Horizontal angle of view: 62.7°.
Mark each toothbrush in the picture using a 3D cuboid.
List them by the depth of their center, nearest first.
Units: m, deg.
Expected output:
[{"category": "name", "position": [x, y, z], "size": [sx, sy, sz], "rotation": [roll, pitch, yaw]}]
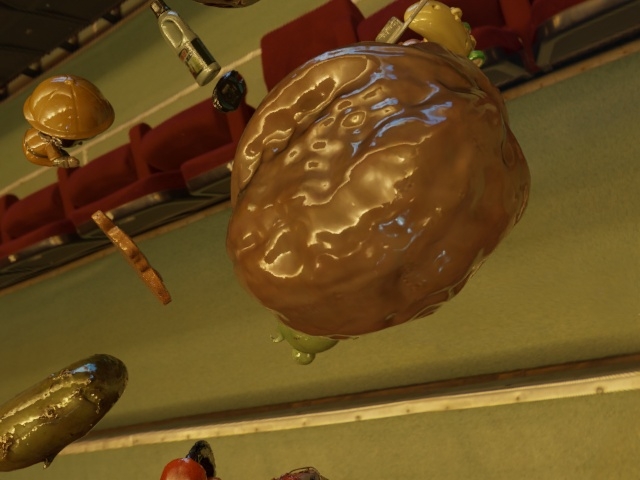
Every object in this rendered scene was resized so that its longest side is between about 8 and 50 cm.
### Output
[{"category": "toothbrush", "position": [0.103, -0.217, 0.393], "size": [0.017, 0.014, 0.194], "rotation": [42, 131, -5]}]

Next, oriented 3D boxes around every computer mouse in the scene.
[{"category": "computer mouse", "position": [-0.244, -0.387, 1.376], "size": [0.047, 0.079, 0.135], "rotation": [-3, 51, 43]}]

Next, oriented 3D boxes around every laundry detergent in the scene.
[{"category": "laundry detergent", "position": [-0.345, -0.504, 1.323], "size": [0.070, 0.099, 0.226], "rotation": [-39, 101, -16]}]

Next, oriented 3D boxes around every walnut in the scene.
[{"category": "walnut", "position": [0.041, -0.042, 0.464], "size": [0.273, 0.227, 0.274], "rotation": [-15, 66, 36]}]

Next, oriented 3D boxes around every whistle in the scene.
[{"category": "whistle", "position": [0.037, 0.074, 0.678], "size": [0.227, 0.085, 0.105], "rotation": [-27, 96, -5]}]

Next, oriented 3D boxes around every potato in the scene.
[{"category": "potato", "position": [-0.292, 0.192, 0.572], "size": [0.188, 0.105, 0.085], "rotation": [-35, 90, 2]}]

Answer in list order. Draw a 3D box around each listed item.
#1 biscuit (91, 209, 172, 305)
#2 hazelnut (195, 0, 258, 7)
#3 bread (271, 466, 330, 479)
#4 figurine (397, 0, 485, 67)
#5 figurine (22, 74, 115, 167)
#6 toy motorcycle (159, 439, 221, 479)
[{"category": "biscuit", "position": [-0.354, 0.043, 1.021], "size": [0.040, 0.236, 0.144], "rotation": [-38, 49, -15]}, {"category": "hazelnut", "position": [-0.145, -0.617, 0.942], "size": [0.409, 0.359, 0.359], "rotation": [-28, 68, 2]}, {"category": "bread", "position": [-0.051, 0.642, 1.200], "size": [0.142, 0.211, 0.225], "rotation": [-25, 57, 31]}, {"category": "figurine", "position": [0.286, -0.493, 1.364], "size": [0.222, 0.324, 0.124], "rotation": [-25, 66, 26]}, {"category": "figurine", "position": [-0.610, -0.274, 1.232], "size": [0.256, 0.167, 0.193], "rotation": [-35, 59, 27]}, {"category": "toy motorcycle", "position": [-0.120, 0.328, 0.387], "size": [0.147, 0.221, 0.326], "rotation": [-1, 75, 6]}]
